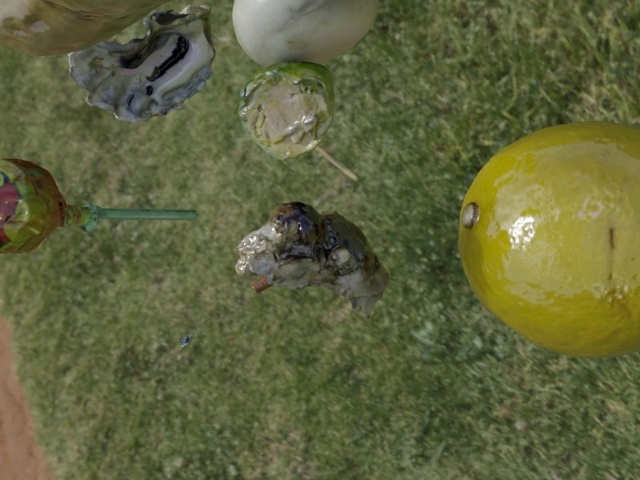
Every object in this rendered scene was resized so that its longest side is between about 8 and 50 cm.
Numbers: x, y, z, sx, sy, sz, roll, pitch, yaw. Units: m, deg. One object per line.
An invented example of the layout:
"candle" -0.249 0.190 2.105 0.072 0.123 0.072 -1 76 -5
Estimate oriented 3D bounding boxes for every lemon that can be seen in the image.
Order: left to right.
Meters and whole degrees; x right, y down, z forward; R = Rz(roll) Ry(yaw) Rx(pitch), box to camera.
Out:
"lemon" 0.361 -0.004 1.283 0.348 0.348 0.348 -18 57 30

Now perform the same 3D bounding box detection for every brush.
"brush" -0.273 0.201 1.928 0.016 0.013 0.083 -28 6 6

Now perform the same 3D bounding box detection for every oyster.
"oyster" -0.353 -0.391 1.993 0.114 0.238 0.351 33 66 34
"oyster" 0.001 0.008 1.206 0.161 0.232 0.107 51 123 36

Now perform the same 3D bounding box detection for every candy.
"candy" -0.146 -0.019 0.611 0.060 0.201 0.061 -1 89 31

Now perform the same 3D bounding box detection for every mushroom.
"mushroom" -0.027 -0.386 1.499 0.246 0.246 0.202 -24 72 27

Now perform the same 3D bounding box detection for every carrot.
"carrot" -0.083 0.067 1.727 0.093 0.032 0.032 -29 47 -9

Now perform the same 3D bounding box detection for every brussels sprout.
"brussels sprout" -0.046 -0.212 1.469 0.151 0.149 0.122 17 33 8

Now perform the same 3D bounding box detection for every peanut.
"peanut" -0.241 -0.294 0.965 0.387 0.192 0.170 -17 99 47
